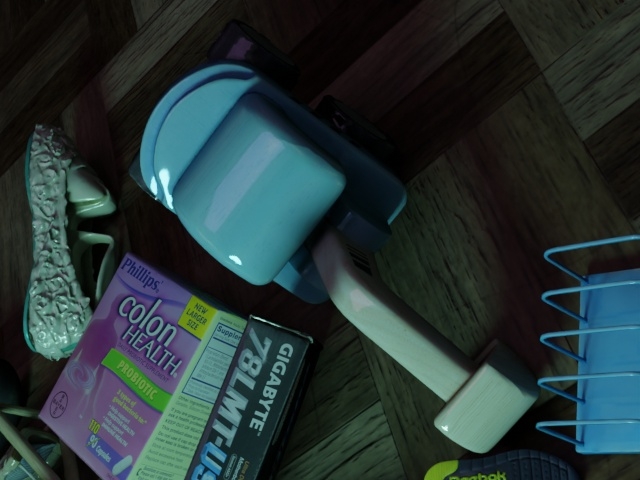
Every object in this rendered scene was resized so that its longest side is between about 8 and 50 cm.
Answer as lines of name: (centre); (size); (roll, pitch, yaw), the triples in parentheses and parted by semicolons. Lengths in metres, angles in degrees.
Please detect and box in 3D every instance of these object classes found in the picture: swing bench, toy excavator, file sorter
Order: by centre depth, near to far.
file sorter: (0.259, 0.093, 0.887); (0.118, 0.104, 0.170); (-12, 64, 42)
toy excavator: (0.000, 0.000, 1.074); (0.222, 0.433, 0.445); (-51, 16, 14)
swing bench: (-0.435, 0.385, 1.394); (0.253, 0.165, 0.255); (-53, 49, 11)

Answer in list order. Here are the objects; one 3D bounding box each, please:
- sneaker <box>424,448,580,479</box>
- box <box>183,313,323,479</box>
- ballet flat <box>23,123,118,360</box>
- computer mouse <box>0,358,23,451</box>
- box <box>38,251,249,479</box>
sneaker: (0.172, 0.231, 0.949); (0.144, 0.059, 0.053); (-6, 55, 22)
box: (-0.081, 0.230, 1.043); (0.073, 0.293, 0.296); (20, 83, 4)
ballet flat: (-0.376, -0.008, 1.570); (0.147, 0.147, 0.409); (-27, 56, 33)
computer mouse: (-0.529, 0.312, 1.540); (0.072, 0.188, 0.272); (16, 68, 29)
box: (-0.202, 0.171, 1.251); (0.213, 0.117, 0.243); (27, 87, 45)
